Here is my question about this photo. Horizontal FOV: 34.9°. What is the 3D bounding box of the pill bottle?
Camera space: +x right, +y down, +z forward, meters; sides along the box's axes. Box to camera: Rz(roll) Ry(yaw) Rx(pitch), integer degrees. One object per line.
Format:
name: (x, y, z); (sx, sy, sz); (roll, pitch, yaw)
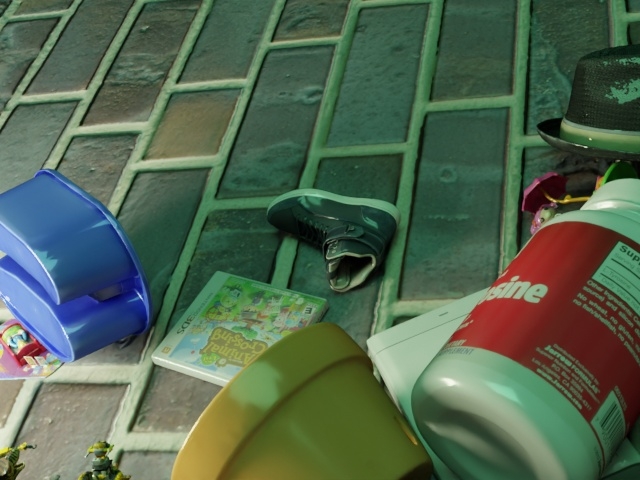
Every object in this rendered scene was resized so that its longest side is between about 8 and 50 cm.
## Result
pill bottle: (0.309, 0.112, 1.235); (0.229, 0.229, 0.408); (21, 53, 34)

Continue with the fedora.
fedora: (0.507, -0.222, 1.577); (0.334, 0.153, 0.334); (1, 17, 0)

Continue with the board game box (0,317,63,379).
board game box: (-0.480, 0.162, 1.642); (0.168, 0.033, 0.133); (-4, 44, 13)

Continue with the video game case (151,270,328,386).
video game case: (-0.123, 0.139, 1.562); (0.212, 0.023, 0.193); (13, 50, 29)

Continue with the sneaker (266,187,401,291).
sneaker: (0.000, -0.001, 1.627); (0.226, 0.086, 0.163); (4, 43, 19)

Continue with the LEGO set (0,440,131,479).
LEGO set: (-0.412, 0.320, 1.287); (0.331, 0.192, 0.255); (-2, 22, 19)

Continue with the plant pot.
plant pot: (-0.003, 0.272, 1.219); (0.291, 0.291, 0.203); (-39, 64, -23)

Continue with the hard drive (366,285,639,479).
hard drive: (0.231, 0.216, 1.353); (0.233, 0.047, 0.353); (-22, 42, -6)

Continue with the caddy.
caddy: (-0.389, 0.031, 1.591); (0.179, 0.241, 0.341); (-29, 43, -31)

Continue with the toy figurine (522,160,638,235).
toy figurine: (0.381, -0.041, 1.558); (0.159, 0.130, 0.173); (7, 70, 42)
